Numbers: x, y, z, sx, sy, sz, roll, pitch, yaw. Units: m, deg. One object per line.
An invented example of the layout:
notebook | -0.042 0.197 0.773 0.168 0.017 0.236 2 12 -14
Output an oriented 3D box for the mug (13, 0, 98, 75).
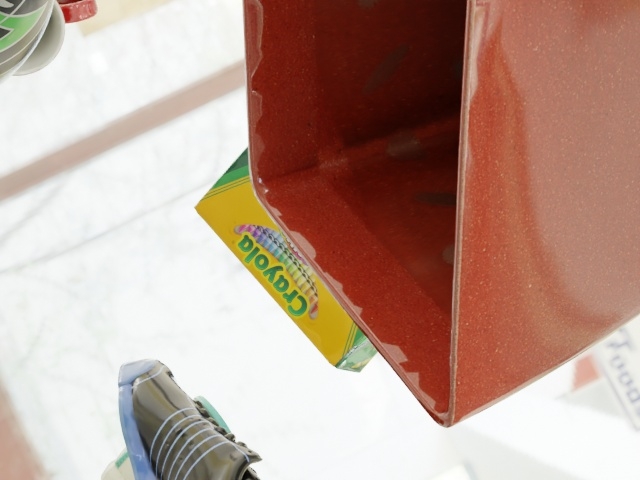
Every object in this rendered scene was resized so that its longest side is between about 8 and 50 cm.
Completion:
mug | -0.355 -0.267 1.786 0.169 0.150 0.113 -130 -123 -64

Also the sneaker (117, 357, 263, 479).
sneaker | -0.082 0.161 1.026 0.232 0.090 0.081 -110 -176 -49

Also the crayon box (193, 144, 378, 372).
crayon box | 0.000 0.000 1.750 0.278 0.165 0.081 47 11 24

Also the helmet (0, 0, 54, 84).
helmet | -0.238 -0.152 0.869 0.161 0.169 0.169 45 10 -46

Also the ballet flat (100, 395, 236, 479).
ballet flat | -0.085 0.312 1.337 0.400 0.139 0.139 67 -6 -31

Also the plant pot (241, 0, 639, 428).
plant pot | 0.114 -0.102 0.822 0.267 0.236 0.267 -129 -148 -49
